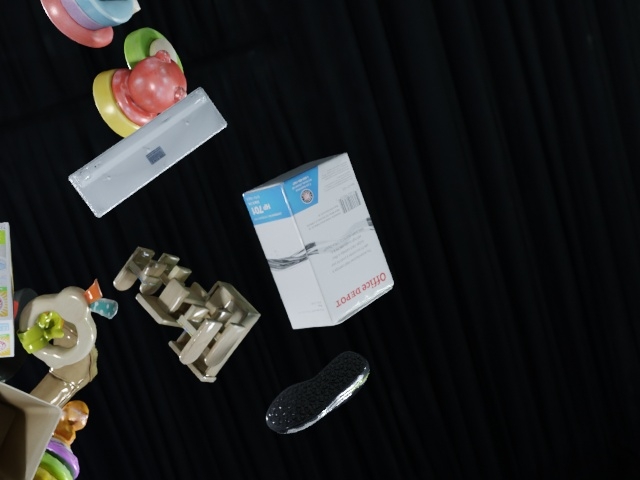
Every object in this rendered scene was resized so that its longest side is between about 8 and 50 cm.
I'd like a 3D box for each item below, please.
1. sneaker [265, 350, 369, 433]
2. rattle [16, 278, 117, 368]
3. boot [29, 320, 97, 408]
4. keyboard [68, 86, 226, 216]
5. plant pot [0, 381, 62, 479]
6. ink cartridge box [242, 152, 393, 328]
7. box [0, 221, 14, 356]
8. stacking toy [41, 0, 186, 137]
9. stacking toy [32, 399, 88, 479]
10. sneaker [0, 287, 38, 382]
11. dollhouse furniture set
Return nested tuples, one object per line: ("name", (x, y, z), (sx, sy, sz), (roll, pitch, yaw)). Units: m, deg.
("sneaker", (0.004, 0.299, 1.933), (0.234, 0.097, 0.084), (-30, -125, -25))
("rattle", (-0.387, 0.107, 1.691), (0.200, 0.130, 0.142), (-47, 174, 24))
("boot", (-0.566, 0.315, 2.113), (0.089, 0.236, 0.269), (28, -123, 19))
("keyboard", (-0.250, -0.133, 1.539), (0.256, 0.072, 0.014), (-40, -163, -27))
("plant pot", (-0.392, 0.227, 1.239), (0.096, 0.109, 0.109), (-6, -122, 55))
("ink cartridge box", (0.000, 0.000, 1.347), (0.082, 0.191, 0.139), (-10, -167, 43))
("box", (-0.551, 0.080, 1.670), (0.114, 0.103, 0.203), (-2, -130, -16))
("stacking toy", (-0.303, -0.356, 1.749), (0.130, 0.309, 0.279), (-23, -167, 26))
("stacking toy", (-0.465, 0.385, 1.716), (0.175, 0.166, 0.302), (-13, -145, 35))
("sneaker", (-0.695, 0.221, 2.212), (0.145, 0.090, 0.270), (-23, -148, 23))
("dollhouse furniture set", (-0.246, 0.153, 1.878), (0.161, 0.212, 0.242), (-53, 151, 10))
